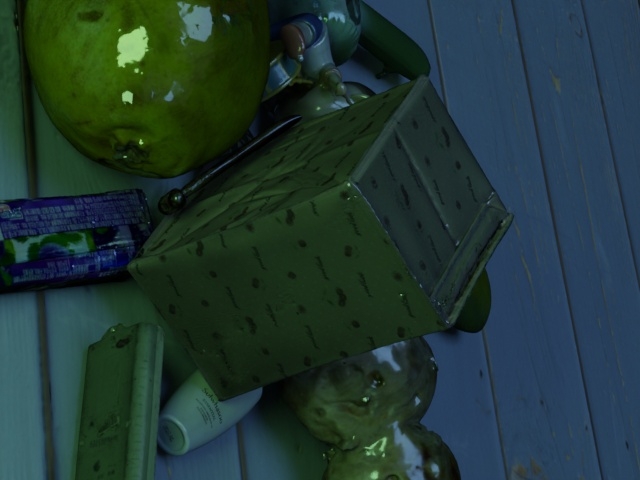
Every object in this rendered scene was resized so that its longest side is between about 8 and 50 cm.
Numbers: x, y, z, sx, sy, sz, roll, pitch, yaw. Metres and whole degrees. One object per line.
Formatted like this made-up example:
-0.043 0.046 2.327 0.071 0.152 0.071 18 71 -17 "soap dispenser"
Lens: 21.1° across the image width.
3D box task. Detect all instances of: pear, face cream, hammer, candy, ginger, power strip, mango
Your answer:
-0.174 -0.205 1.748 0.269 0.269 0.321 47 33 -29 "pear"
-0.112 0.165 1.794 0.072 0.051 0.182 63 32 -6 "face cream"
-0.092 -0.081 1.743 0.178 0.065 0.021 -37 95 -21 "hammer"
-0.276 0.003 1.646 0.312 0.061 0.088 -6 78 -55 "candy"
0.066 0.208 1.916 0.256 0.176 0.375 17 57 -74 "ginger"
0.046 -0.285 2.246 0.335 0.119 0.206 31 48 -52 "hammer"
-0.192 0.202 1.619 0.034 0.092 0.268 31 47 -39 "power strip"
0.150 0.018 2.224 0.237 0.091 0.137 46 44 -40 "mango"

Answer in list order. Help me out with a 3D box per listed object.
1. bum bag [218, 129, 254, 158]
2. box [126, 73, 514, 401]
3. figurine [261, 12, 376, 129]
-0.095 -0.048 1.929 0.102 0.069 0.248 20 52 -29 "bum bag"
0.000 0.000 1.725 0.190 0.297 0.225 56 37 -18 "box"
-0.002 -0.138 2.051 0.158 0.161 0.275 -48 112 -29 "figurine"
